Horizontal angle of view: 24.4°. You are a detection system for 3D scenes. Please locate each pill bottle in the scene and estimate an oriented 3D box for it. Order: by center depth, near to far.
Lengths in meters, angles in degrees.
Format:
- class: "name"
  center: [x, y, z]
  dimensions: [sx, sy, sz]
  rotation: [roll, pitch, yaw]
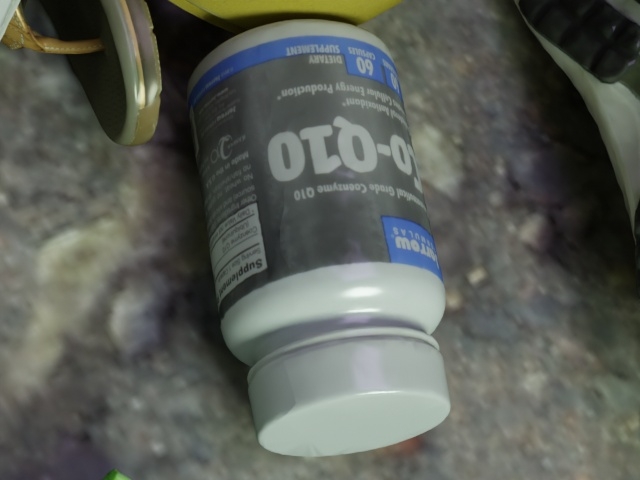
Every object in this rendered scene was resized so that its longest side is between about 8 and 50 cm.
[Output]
- class: "pill bottle"
  center: [0.000, 0.000, 0.511]
  dimensions: [0.078, 0.078, 0.137]
  rotation: [3, 63, -28]

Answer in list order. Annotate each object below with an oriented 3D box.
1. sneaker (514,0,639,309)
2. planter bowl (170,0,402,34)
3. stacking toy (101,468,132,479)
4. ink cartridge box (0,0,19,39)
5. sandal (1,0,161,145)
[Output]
- class: "sneaker"
  center: [0.197, -0.061, 0.653]
  dimensions: [0.182, 0.158, 0.410]
  rotation: [33, 42, -50]
- class: "planter bowl"
  center: [-0.025, -0.136, 0.546]
  dimensions: [0.217, 0.090, 0.217]
  rotation: [28, 25, -14]
- class: "stacking toy"
  center: [-0.116, 0.058, 0.358]
  dimensions: [0.167, 0.052, 0.221]
  rotation: [38, 9, -8]
- class: "ink cartridge box"
  center: [-0.237, -0.154, 0.438]
  dimensions: [0.201, 0.117, 0.278]
  rotation: [-23, 77, -37]
- class: "sandal"
  center: [-0.109, -0.105, 0.518]
  dimensions: [0.049, 0.072, 0.180]
  rotation: [-26, 77, -21]
